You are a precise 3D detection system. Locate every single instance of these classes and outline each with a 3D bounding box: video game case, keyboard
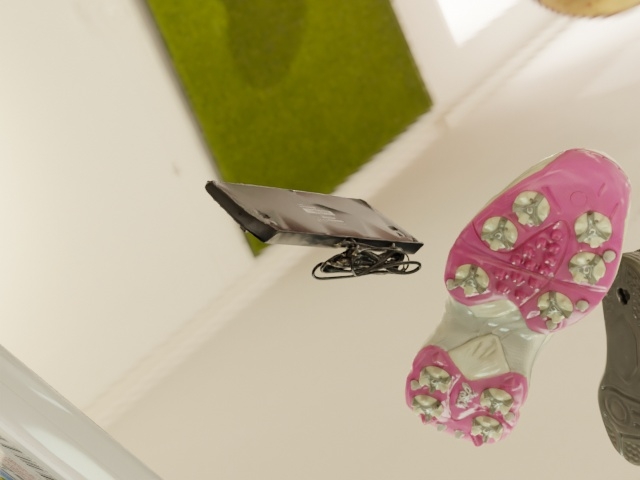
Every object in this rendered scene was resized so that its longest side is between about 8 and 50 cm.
[{"bbox_3d":[-0.166,0.151,0.896,0.300,0.329,0.036,5,-124,51],"label":"video game case"},{"bbox_3d":[0.000,0.000,1.037,0.100,0.038,0.192,38,-160,33],"label":"keyboard"}]

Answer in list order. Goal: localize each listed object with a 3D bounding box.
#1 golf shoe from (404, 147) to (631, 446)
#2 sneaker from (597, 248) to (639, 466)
[{"bbox_3d":[0.154,0.025,1.101,0.140,0.115,0.306,-59,176,-45],"label":"golf shoe"},{"bbox_3d":[0.329,0.103,1.350,0.130,0.228,0.087,-18,-154,-29],"label":"sneaker"}]
